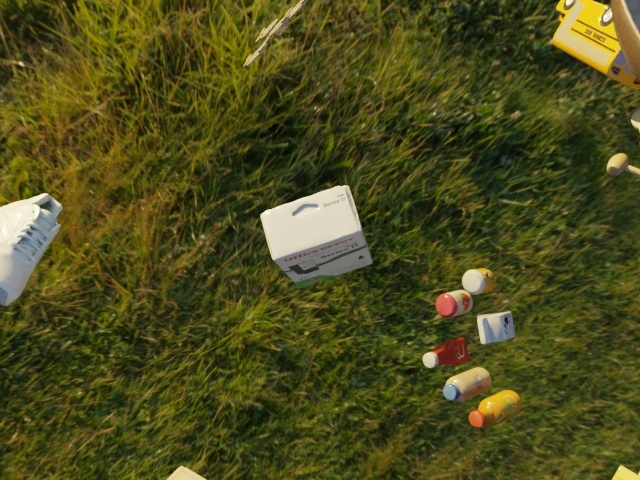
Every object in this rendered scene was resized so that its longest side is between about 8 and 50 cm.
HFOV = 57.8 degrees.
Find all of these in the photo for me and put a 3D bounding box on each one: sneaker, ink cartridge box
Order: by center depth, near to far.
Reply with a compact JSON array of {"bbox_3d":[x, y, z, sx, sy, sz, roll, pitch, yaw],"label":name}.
[{"bbox_3d":[-0.268,-0.001,0.516,0.061,0.152,0.053,-30,125,1],"label":"sneaker"},{"bbox_3d":[0.000,0.000,0.999,0.153,0.208,0.087,-19,71,5],"label":"ink cartridge box"}]

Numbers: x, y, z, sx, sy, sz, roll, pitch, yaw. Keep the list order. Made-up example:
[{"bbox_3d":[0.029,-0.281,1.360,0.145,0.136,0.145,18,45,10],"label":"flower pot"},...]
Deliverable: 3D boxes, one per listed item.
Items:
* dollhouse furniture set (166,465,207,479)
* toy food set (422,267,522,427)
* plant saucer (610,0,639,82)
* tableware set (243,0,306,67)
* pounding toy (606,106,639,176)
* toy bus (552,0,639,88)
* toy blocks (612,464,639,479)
[{"bbox_3d":[-0.244,0.687,1.131,0.256,0.362,0.394,23,115,17],"label":"dollhouse furniture set"},{"bbox_3d":[0.226,0.164,0.899,0.104,0.111,0.232,-5,86,-44],"label":"toy food set"},{"bbox_3d":[0.410,-0.190,0.579,0.311,0.050,0.310,8,63,-17],"label":"plant saucer"},{"bbox_3d":[-0.088,-0.409,1.124,0.020,0.169,0.141,41,45,-21],"label":"tableware set"},{"bbox_3d":[0.742,-0.206,1.193,0.155,0.269,0.154,56,46,-21],"label":"pounding toy"},{"bbox_3d":[0.631,-0.460,1.302,0.108,0.332,0.130,17,118,-16],"label":"toy bus"},{"bbox_3d":[0.792,0.688,1.340,0.191,0.261,0.381,32,85,6],"label":"toy blocks"}]
